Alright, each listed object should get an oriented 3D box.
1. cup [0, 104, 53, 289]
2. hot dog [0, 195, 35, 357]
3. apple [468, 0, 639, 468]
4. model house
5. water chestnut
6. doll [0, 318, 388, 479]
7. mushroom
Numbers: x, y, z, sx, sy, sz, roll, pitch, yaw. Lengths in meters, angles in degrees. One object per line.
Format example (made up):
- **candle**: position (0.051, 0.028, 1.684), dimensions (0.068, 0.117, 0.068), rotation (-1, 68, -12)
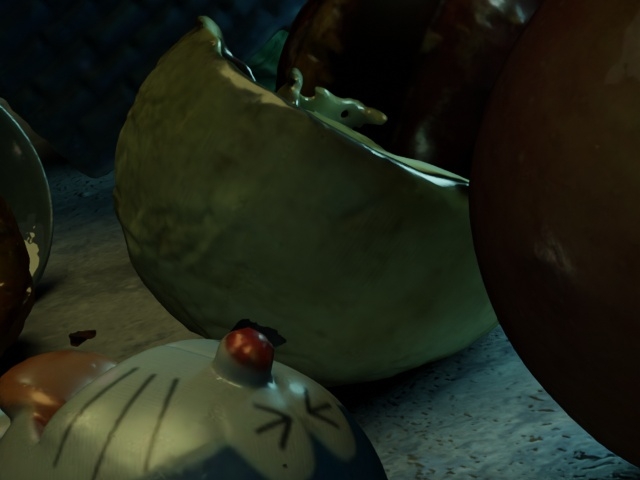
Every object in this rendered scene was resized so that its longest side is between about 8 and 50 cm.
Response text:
- **cup**: position (-0.323, -0.014, 1.158), dimensions (0.150, 0.199, 0.199), rotation (-20, 8, 42)
- **hot dog**: position (-0.309, 0.034, 0.979), dimensions (0.259, 0.175, 0.114), rotation (-25, 10, -25)
- **apple**: position (0.218, -0.026, 0.674), dimensions (0.306, 0.305, 0.235), rotation (-15, 42, -13)
- **model house**: position (-0.157, -0.250, 1.441), dimensions (0.395, 0.400, 0.445), rotation (-41, -16, 10)
- **water chestnut**: position (0.119, -0.135, 1.116), dimensions (0.300, 0.300, 0.300), rotation (-10, 18, 3)
- **doll**: position (-0.089, 0.112, 0.627), dimensions (0.257, 0.161, 0.215), rotation (-2, -6, 34)
- **mushroom**: position (0.007, 0.004, 0.896), dimensions (0.189, 0.164, 0.267), rotation (36, 9, 35)
